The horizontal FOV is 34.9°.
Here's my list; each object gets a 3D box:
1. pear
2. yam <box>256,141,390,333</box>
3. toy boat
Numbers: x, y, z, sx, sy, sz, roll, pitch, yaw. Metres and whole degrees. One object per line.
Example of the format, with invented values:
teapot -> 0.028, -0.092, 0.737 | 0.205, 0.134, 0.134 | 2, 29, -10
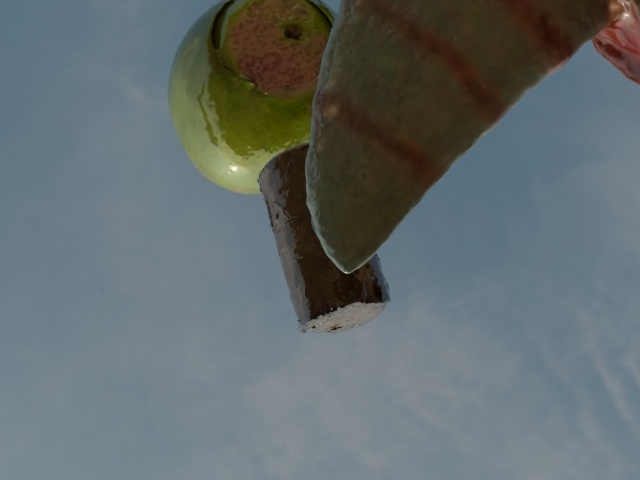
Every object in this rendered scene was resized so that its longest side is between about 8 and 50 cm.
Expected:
pear -> -0.048, -0.130, 0.931 | 0.188, 0.219, 0.187 | 1, -110, -3
yam -> 0.001, 0.000, 0.781 | 0.079, 0.079, 0.141 | -13, -113, -12
toy boat -> 0.081, -0.111, 0.589 | 0.206, 0.096, 0.282 | 44, -94, 10
